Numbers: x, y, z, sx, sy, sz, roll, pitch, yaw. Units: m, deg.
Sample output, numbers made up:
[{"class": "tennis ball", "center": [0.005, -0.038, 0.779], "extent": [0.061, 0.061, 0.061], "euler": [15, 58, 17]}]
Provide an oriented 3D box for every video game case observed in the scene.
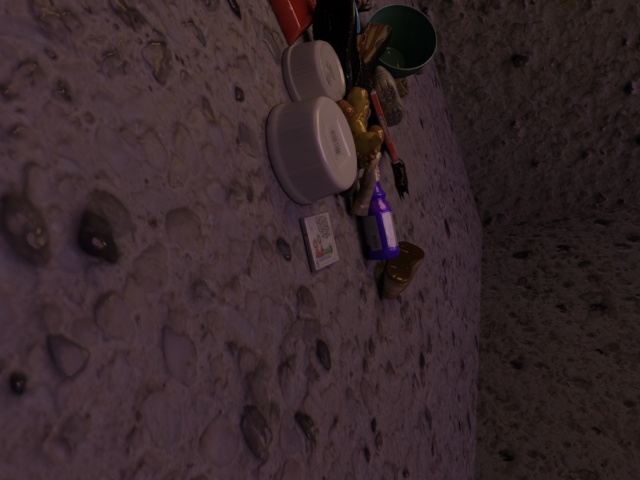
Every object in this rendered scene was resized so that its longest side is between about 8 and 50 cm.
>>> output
[{"class": "video game case", "center": [0.000, 0.000, 1.386], "extent": [0.157, 0.019, 0.143], "euler": [-19, 97, -64]}, {"class": "video game case", "center": [0.234, -0.456, 1.959], "extent": [0.204, 0.025, 0.285], "euler": [-97, 164, -65]}]

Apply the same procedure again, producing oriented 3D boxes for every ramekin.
[{"class": "ramekin", "center": [-0.011, -0.469, 1.448], "extent": [0.207, 0.109, 0.207], "euler": [35, 50, -56]}, {"class": "ramekin", "center": [-0.011, -0.240, 1.326], "extent": [0.277, 0.135, 0.277], "euler": [36, 49, -56]}]

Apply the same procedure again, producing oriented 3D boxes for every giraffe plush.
[{"class": "giraffe plush", "center": [0.113, -0.312, 1.481], "extent": [0.210, 0.171, 0.181], "euler": [-51, 167, -4]}]

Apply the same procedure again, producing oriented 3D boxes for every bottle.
[{"class": "bottle", "center": [0.187, -0.077, 1.688], "extent": [0.092, 0.118, 0.282], "euler": [-12, 91, -23]}]

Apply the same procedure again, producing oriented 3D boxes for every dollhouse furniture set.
[{"class": "dollhouse furniture set", "center": [0.429, -0.740, 2.393], "extent": [0.182, 0.161, 0.101], "euler": [34, 51, -55]}]

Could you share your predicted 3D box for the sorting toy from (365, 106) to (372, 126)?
[{"class": "sorting toy", "center": [0.170, -0.459, 1.896], "extent": [0.083, 0.045, 0.075], "euler": [-60, 147, -69]}]

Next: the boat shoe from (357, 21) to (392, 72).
[{"class": "boat shoe", "center": [0.158, -0.701, 1.885], "extent": [0.324, 0.120, 0.122], "euler": [-59, 172, -32]}]

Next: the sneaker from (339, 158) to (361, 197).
[{"class": "sneaker", "center": [0.102, -0.227, 1.606], "extent": [0.130, 0.087, 0.227], "euler": [33, 48, -51]}]

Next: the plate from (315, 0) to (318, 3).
[{"class": "plate", "center": [-0.017, -0.819, 1.672], "extent": [0.188, 0.024, 0.188], "euler": [33, 52, -56]}]

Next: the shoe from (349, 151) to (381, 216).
[{"class": "shoe", "center": [0.155, -0.179, 1.606], "extent": [0.076, 0.058, 0.218], "euler": [-52, 163, -73]}]

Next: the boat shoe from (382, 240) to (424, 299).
[{"class": "boat shoe", "center": [0.292, 0.102, 1.861], "extent": [0.341, 0.122, 0.110], "euler": [-40, 153, -58]}]

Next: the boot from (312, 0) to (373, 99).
[{"class": "boot", "center": [0.081, -0.614, 1.627], "extent": [0.260, 0.131, 0.347], "euler": [-36, 132, -60]}]

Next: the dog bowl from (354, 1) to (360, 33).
[{"class": "dog bowl", "center": [0.068, -0.813, 1.743], "extent": [0.297, 0.074, 0.165], "euler": [31, 52, -68]}]

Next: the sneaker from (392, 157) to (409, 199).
[{"class": "sneaker", "center": [0.345, -0.264, 2.159], "extent": [0.089, 0.051, 0.170], "euler": [-78, 150, -47]}]

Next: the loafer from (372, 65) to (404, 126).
[{"class": "loafer", "center": [0.270, -0.573, 2.036], "extent": [0.319, 0.112, 0.111], "euler": [60, 17, -65]}]

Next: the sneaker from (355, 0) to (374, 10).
[{"class": "sneaker", "center": [0.138, -0.947, 1.946], "extent": [0.126, 0.128, 0.321], "euler": [60, 4, -8]}]

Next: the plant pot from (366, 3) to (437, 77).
[{"class": "plant pot", "center": [0.310, -0.789, 2.093], "extent": [0.195, 0.291, 0.290], "euler": [122, -37, -77]}]

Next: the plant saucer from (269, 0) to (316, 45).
[{"class": "plant saucer", "center": [-0.087, -0.732, 1.468], "extent": [0.259, 0.048, 0.258], "euler": [63, 30, -29]}]
